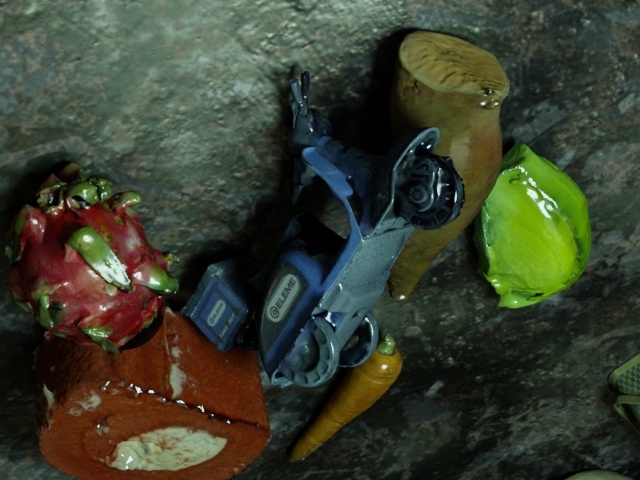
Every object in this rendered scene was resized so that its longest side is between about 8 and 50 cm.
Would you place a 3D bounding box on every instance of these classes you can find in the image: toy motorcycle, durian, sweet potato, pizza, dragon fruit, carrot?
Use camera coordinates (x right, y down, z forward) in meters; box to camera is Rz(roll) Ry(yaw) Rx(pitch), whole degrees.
[{"bbox_3d":[0.000,0.000,1.203,0.125,0.212,0.358,-16,144,-54],"label":"toy motorcycle"},{"bbox_3d":[0.254,-0.008,1.377,0.139,0.101,0.250,2,139,23],"label":"durian"},{"bbox_3d":[0.127,-0.061,1.256,0.131,0.131,0.337,-9,132,-16],"label":"sweet potato"},{"bbox_3d":[-0.194,0.034,1.262,0.083,0.037,0.016,-23,119,-6],"label":"pizza"},{"bbox_3d":[-0.232,0.019,1.158,0.166,0.160,0.172,-9,137,17],"label":"dragon fruit"},{"bbox_3d":[0.032,0.218,1.504,0.061,0.061,0.257,15,124,-32],"label":"carrot"}]

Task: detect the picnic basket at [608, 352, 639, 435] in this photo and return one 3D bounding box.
[{"bbox_3d":[0.568,0.213,1.666,0.266,0.139,0.165,-35,133,9],"label":"picnic basket"}]

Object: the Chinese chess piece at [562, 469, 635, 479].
[{"bbox_3d":[0.415,0.529,1.834,0.338,0.140,0.338,-17,128,-23],"label":"Chinese chess piece"}]

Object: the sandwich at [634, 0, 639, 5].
[{"bbox_3d":[0.394,-0.338,1.140,0.220,0.108,0.186,-35,133,12],"label":"sandwich"}]

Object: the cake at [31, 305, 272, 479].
[{"bbox_3d":[-0.199,0.181,1.316,0.283,0.151,0.177,21,130,-35],"label":"cake"}]
